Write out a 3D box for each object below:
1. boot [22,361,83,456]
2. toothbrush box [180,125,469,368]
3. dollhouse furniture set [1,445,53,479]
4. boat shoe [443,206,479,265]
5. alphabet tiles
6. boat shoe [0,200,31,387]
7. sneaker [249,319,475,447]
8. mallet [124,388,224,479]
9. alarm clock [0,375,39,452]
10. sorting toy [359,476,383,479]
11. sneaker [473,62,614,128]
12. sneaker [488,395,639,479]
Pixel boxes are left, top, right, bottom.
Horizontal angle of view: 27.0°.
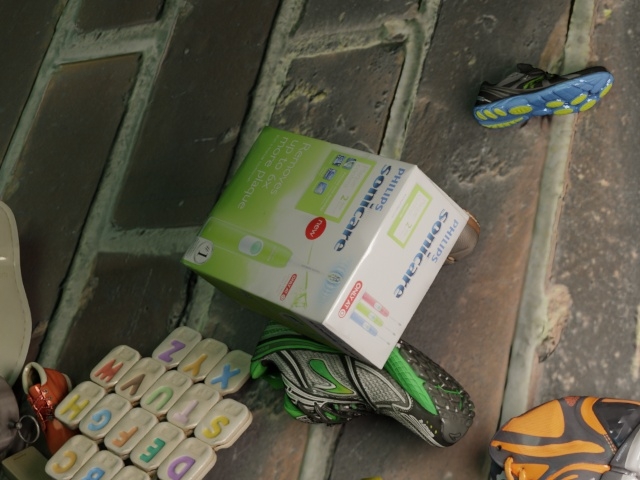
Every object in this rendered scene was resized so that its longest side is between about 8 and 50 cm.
[{"bbox_3d":[-0.374,0.239,1.842,0.059,0.084,0.158,-32,49,9],"label":"boot"},{"bbox_3d":[0.000,0.000,1.567,0.283,0.122,0.206,21,76,47],"label":"toothbrush box"},{"bbox_3d":[-0.427,0.381,1.819,0.151,0.123,0.144,-26,37,-33],"label":"dollhouse furniture set"},{"bbox_3d":[0.063,-0.045,1.725,0.324,0.123,0.116,8,63,35],"label":"boat shoe"},{"bbox_3d":[-0.222,0.226,1.741,0.284,0.021,0.278,20,57,42],"label":"alphabet tiles"},{"bbox_3d":[-0.506,0.098,2.015,0.097,0.116,0.325,129,137,-55],"label":"boat shoe"},{"bbox_3d":[0.047,0.174,1.595,0.343,0.134,0.146,24,82,50],"label":"sneaker"},{"bbox_3d":[-0.189,0.275,1.734,0.189,0.062,0.039,-44,46,-20],"label":"mallet"},{"bbox_3d":[-0.467,0.247,1.860,0.192,0.064,0.129,11,98,27],"label":"alarm clock"},{"bbox_3d":[-0.045,0.362,1.495,0.307,0.041,0.229,-42,16,2],"label":"sorting toy"},{"bbox_3d":[0.283,-0.199,1.717,0.188,0.067,0.078,-10,61,32],"label":"sneaker"},{"bbox_3d":[0.239,0.301,1.386,0.180,0.125,0.321,12,56,42],"label":"sneaker"}]
